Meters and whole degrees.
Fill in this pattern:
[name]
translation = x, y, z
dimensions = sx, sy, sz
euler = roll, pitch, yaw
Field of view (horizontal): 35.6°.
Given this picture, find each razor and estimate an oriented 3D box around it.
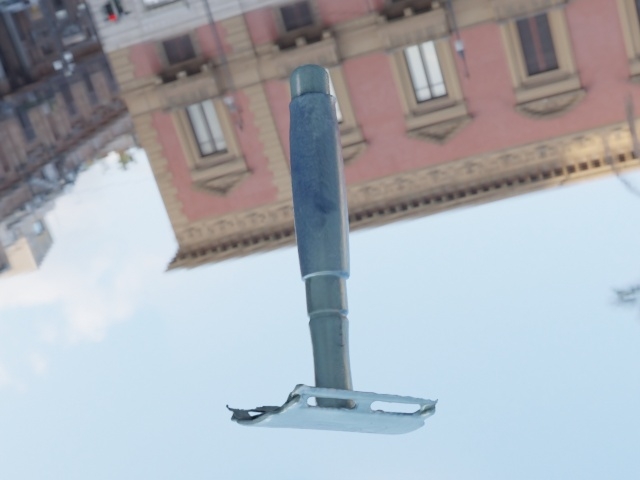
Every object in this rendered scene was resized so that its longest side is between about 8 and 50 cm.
[razor]
translation = 0.000, 0.000, 0.355
dimensions = 0.068, 0.135, 0.040
euler = 12, 155, -39
